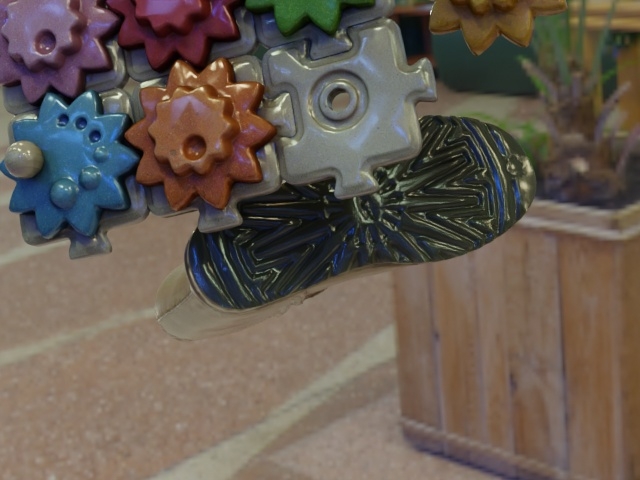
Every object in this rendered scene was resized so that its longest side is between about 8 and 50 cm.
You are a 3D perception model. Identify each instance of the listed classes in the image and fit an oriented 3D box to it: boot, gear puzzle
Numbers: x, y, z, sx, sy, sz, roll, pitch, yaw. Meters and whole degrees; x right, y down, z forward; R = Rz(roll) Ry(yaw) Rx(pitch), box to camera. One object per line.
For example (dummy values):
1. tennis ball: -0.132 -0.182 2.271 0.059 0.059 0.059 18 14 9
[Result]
1. boot: 0.000 0.000 0.903 0.236 0.089 0.269 -15 -6 -11
2. gear puzzle: -0.029 -0.103 0.699 0.338 0.176 0.044 -13 -11 14
